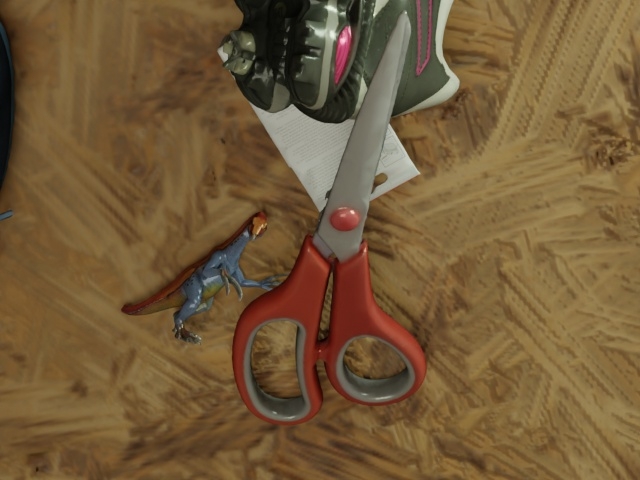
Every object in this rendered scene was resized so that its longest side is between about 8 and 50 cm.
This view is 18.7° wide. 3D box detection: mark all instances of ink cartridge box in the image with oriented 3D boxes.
[{"bbox_3d":[0.001,-0.073,1.055,0.063,0.029,0.115,-28,105,13],"label":"ink cartridge box"}]

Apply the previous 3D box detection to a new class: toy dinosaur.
[{"bbox_3d":[-0.062,0.017,1.088,0.090,0.047,0.082,20,92,10],"label":"toy dinosaur"}]

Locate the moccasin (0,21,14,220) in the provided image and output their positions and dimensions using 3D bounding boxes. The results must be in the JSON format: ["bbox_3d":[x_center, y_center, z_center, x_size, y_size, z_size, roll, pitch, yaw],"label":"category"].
[{"bbox_3d":[-0.259,0.024,1.067,0.138,0.117,0.342,23,110,-2],"label":"moccasin"}]

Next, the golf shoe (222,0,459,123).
[{"bbox_3d":[0.025,-0.195,0.987,0.120,0.105,0.272,3,99,-34],"label":"golf shoe"}]

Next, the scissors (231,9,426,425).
[{"bbox_3d":[0.000,0.000,1.018,0.109,0.021,0.297,-2,137,2],"label":"scissors"}]
